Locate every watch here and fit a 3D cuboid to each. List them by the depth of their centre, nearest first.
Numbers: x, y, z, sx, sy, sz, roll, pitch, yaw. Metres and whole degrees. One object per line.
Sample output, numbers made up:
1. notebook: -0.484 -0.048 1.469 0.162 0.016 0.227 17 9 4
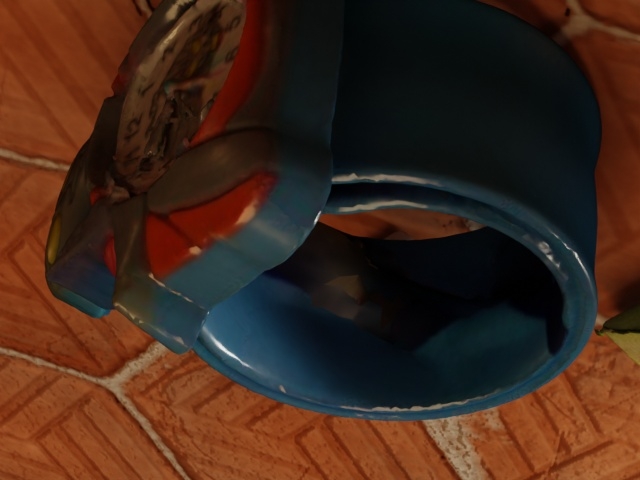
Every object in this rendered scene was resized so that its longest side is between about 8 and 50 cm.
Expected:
1. watch: 0.000 0.000 1.024 0.274 0.241 0.305 24 142 -23

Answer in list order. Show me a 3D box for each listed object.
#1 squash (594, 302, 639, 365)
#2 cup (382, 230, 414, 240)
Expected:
1. squash: 0.238 0.042 1.057 0.090 0.075 0.200 50 141 7
2. cup: 0.044 0.046 1.181 0.116 0.074 0.104 -6 111 40
